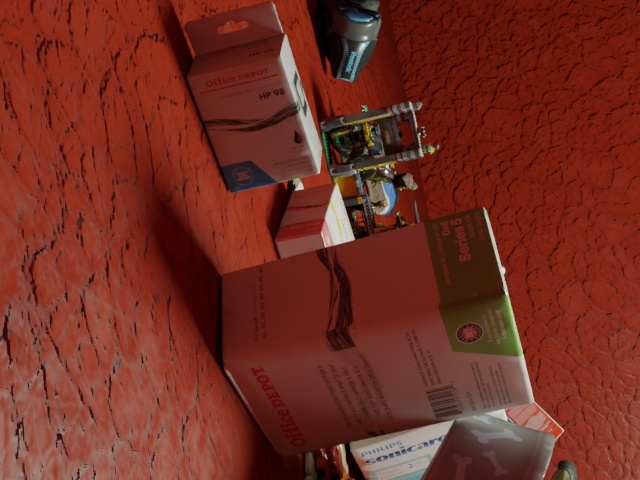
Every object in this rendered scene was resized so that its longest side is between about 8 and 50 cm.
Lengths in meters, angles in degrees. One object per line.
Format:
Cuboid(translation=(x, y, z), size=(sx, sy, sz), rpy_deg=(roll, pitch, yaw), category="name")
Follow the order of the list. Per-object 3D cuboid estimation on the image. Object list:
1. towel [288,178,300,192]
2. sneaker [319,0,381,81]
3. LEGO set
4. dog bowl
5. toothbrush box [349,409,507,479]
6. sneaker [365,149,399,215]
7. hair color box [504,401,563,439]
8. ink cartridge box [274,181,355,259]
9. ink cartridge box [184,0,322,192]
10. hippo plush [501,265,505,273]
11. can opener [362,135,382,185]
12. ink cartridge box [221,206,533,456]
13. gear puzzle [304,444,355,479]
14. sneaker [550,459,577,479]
Cuboid(translation=(-0.028, -0.056, 1.484), size=(0.060, 0.009, 0.083), rpy_deg=(-71, 147, -69), category="towel")
Cuboid(translation=(0.047, -0.423, 2.102), size=(0.341, 0.125, 0.139), rpy_deg=(-84, -173, -67), category="sneaker")
Cuboid(translation=(0.131, -0.108, 1.876), size=(0.255, 0.192, 0.331), rpy_deg=(33, 46, -75), category="LEGO set")
Cuboid(translation=(0.121, 0.335, 1.114), size=(0.348, 0.102, 0.349), rpy_deg=(-57, 170, -16), category="dog bowl")
Cuboid(translation=(0.168, 0.293, 1.519), size=(0.295, 0.216, 0.126), rpy_deg=(68, 5, -46), category="toothbrush box")
Cuboid(translation=(0.133, -0.126, 2.265), size=(0.084, 0.058, 0.152), rpy_deg=(21, 62, -71), category="sneaker")
Cuboid(translation=(0.299, 0.269, 1.655), size=(0.167, 0.053, 0.093), rpy_deg=(46, -16, 19), category="hair color box")
Cuboid(translation=(0.000, 0.000, 1.388), size=(0.198, 0.067, 0.115), rpy_deg=(-75, 151, -62), category="ink cartridge box")
Cuboid(translation=(-0.073, -0.148, 1.097), size=(0.060, 0.104, 0.180), rpy_deg=(-84, 159, -56), category="ink cartridge box")
Cuboid(translation=(0.126, 0.158, 1.678), size=(0.294, 0.234, 0.236), rpy_deg=(-52, 161, -58), category="hippo plush")
Cuboid(translation=(0.082, -0.170, 2.065), size=(0.059, 0.073, 0.186), rpy_deg=(79, 16, -44), category="can opener")
Cuboid(translation=(0.057, 0.099, 1.045), size=(0.198, 0.273, 0.114), rpy_deg=(67, 13, -47), category="ink cartridge box")
Cuboid(translation=(0.024, 0.263, 1.299), size=(0.339, 0.044, 0.175), rpy_deg=(-90, 164, -49), category="gear puzzle")
Cuboid(translation=(0.322, 0.549, 1.859), size=(0.410, 0.182, 0.158), rpy_deg=(-67, 171, 20), category="sneaker")
